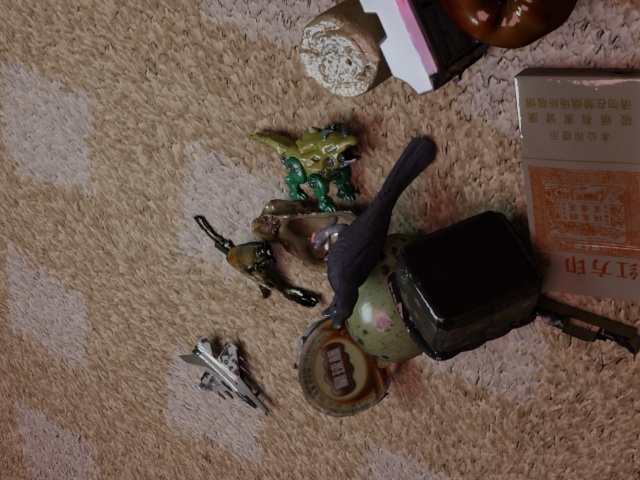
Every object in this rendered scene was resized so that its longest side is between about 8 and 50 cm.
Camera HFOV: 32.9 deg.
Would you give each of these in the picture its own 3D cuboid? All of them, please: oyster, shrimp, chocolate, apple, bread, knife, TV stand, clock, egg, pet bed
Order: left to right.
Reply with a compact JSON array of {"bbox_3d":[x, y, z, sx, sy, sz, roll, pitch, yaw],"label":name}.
[{"bbox_3d":[-0.176,0.027,2.175,0.222,0.021,0.045,47,135,4],"label":"knife"},{"bbox_3d":[-0.074,0.062,2.039,0.198,0.051,0.262,31,162,-11],"label":"shrimp"},{"bbox_3d":[-0.006,-0.014,1.993,0.233,0.107,0.161,13,114,9],"label":"oyster"},{"bbox_3d":[0.034,0.212,2.049,0.147,0.221,0.221,-140,32,-67],"label":"chocolate"},{"bbox_3d":[0.059,-0.314,1.735,0.148,0.141,0.134,23,127,23],"label":"bread"},{"bbox_3d":[0.130,0.100,1.898,0.177,0.177,0.228,8,99,32],"label":"egg"},{"bbox_3d":[0.147,-0.350,1.622,0.083,0.186,0.253,-17,104,38],"label":"clock"},{"bbox_3d":[0.237,0.080,1.765,0.183,0.211,0.159,59,163,26],"label":"pet bed"},{"bbox_3d":[0.260,-0.375,1.506,0.234,0.234,0.234,17,123,28],"label":"apple"},{"bbox_3d":[0.408,0.133,1.806,0.249,0.036,0.042,20,126,26],"label":"TV stand"}]

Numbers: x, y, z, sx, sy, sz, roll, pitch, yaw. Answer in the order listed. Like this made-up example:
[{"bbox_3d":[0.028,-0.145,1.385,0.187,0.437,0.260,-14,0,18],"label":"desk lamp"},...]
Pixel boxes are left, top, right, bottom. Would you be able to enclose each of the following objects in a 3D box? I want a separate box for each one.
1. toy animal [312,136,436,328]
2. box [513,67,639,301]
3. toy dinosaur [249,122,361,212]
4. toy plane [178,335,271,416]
[{"bbox_3d":[0.063,0.000,1.833,0.081,0.367,0.206,36,157,-21],"label":"toy animal"},{"bbox_3d":[0.414,-0.083,1.670,0.204,0.051,0.365,6,118,34],"label":"box"},{"bbox_3d":[-0.028,-0.141,1.936,0.259,0.094,0.153,11,120,40],"label":"toy dinosaur"},{"bbox_3d":[-0.192,0.290,2.307,0.234,0.082,0.160,34,121,-3],"label":"toy plane"}]
